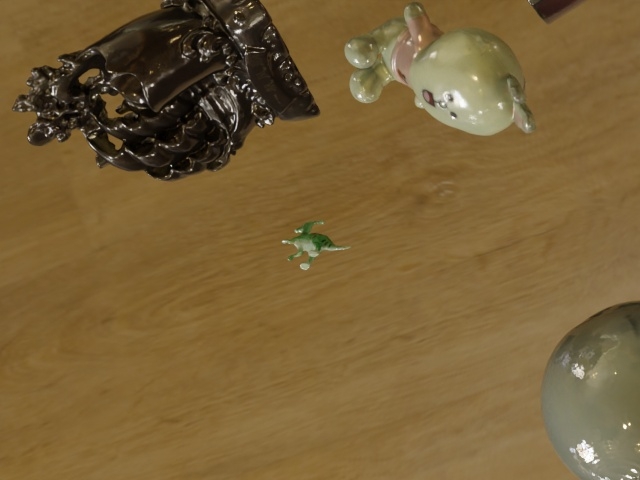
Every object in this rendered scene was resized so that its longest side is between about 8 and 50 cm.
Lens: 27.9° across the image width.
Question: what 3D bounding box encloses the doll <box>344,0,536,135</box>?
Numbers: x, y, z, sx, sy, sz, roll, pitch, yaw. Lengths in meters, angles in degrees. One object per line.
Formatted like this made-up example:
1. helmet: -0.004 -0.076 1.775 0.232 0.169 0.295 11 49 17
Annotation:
1. doll: 0.155 -0.207 1.550 0.275 0.155 0.113 20 52 37

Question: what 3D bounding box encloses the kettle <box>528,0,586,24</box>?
1. kettle: 0.290 -0.328 1.267 0.232 0.202 0.144 -31 115 19

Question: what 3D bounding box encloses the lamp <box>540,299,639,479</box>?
1. lamp: 0.166 0.082 0.660 0.105 0.105 0.105 0 91 14

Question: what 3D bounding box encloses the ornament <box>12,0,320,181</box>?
1. ornament: -0.154 -0.138 1.275 0.260 0.251 0.106 -34 59 1

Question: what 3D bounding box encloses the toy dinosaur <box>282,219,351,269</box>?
1. toy dinosaur: 0.000 0.000 1.234 0.083 0.062 0.021 -10 124 25
